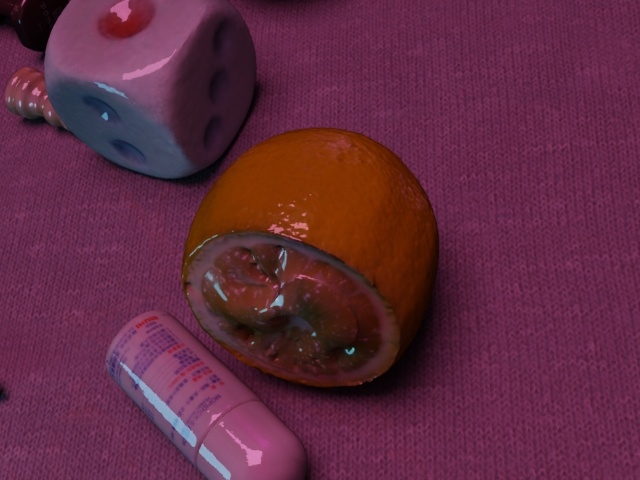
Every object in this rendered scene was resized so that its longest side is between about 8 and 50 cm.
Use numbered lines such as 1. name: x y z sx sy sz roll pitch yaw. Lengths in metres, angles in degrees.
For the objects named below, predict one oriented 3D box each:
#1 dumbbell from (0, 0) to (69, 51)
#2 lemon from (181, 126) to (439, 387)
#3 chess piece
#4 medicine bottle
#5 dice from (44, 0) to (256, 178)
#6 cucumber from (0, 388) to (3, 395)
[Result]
1. dumbbell: -0.612 -0.467 1.939 0.225 0.140 0.124 25 58 27
2. lemon: 0.000 0.000 1.363 0.364 0.364 0.364 -7 57 11
3. chess piece: -0.490 -0.254 1.802 0.170 0.094 0.094 22 66 23
4. medicine bottle: -0.154 0.242 1.363 0.130 0.130 0.341 -44 57 -14
5. dice: -0.283 -0.283 1.655 0.264 0.262 0.268 15 62 23
6. cucumber: -0.625 0.196 1.565 0.293 0.067 0.068 22 66 24
